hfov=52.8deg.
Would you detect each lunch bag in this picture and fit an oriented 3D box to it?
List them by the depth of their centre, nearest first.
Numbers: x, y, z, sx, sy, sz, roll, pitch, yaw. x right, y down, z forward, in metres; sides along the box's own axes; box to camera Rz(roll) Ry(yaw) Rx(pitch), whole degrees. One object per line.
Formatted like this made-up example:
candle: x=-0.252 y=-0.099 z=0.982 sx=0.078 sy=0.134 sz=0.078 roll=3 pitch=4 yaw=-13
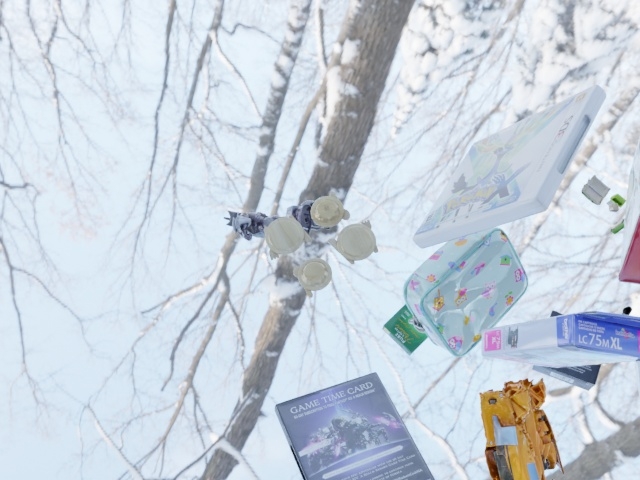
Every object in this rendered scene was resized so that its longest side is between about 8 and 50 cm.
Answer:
lunch bag: x=0.329 y=0.115 z=1.457 sx=0.279 sy=0.224 sz=0.108 roll=-41 pitch=-152 yaw=-12

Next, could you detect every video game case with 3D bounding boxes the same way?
video game case: x=0.065 y=0.356 z=1.037 sx=0.196 sy=0.026 sz=0.274 roll=-13 pitch=-129 yaw=-22
video game case: x=0.344 y=-0.130 z=1.210 sx=0.036 sy=0.329 sz=0.300 roll=43 pitch=-118 yaw=-13

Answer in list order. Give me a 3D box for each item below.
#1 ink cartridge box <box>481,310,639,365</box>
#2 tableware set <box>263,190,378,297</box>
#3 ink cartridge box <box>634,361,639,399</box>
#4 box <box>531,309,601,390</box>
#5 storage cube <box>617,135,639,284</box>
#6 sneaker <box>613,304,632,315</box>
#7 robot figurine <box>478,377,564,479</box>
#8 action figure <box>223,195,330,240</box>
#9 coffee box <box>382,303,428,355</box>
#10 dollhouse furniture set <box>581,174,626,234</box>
ink cartridge box: x=0.450 y=0.181 z=1.144 sx=0.186 sy=0.311 sz=0.065 roll=11 pitch=-109 yaw=-18
tableware set: x=0.000 y=0.000 z=1.042 sx=0.169 sy=0.020 sz=0.141 roll=-32 pitch=-110 yaw=-7
ink cartridge box: x=0.893 y=0.299 z=1.358 sx=0.395 sy=0.166 sz=0.285 roll=-7 pitch=-96 yaw=9
box: x=0.662 y=0.291 z=1.703 sx=0.156 sy=0.093 sz=0.158 roll=20 pitch=-107 yaw=20
storage cube: x=0.476 y=-0.050 z=0.764 sx=0.193 sy=0.215 sz=0.183 roll=9 pitch=-116 yaw=20
sneaker: x=0.930 y=0.240 z=2.015 sx=0.040 sy=0.044 sz=0.109 roll=43 pitch=-93 yaw=11
robot figurine: x=0.304 y=0.351 z=0.922 sx=0.211 sy=0.085 sz=0.290 roll=7 pitch=-111 yaw=-58
action figure: x=-0.109 y=-0.036 z=1.526 sx=0.185 sy=0.285 sz=0.099 roll=-1 pitch=-96 yaw=-44
coffee box: x=0.273 y=0.221 z=1.804 sx=0.113 sy=0.040 sz=0.184 roll=43 pitch=-108 yaw=14
dollhouse furniture set: x=0.724 y=-0.091 z=1.652 sx=0.152 sy=0.058 sz=0.076 roll=43 pitch=-119 yaw=6
